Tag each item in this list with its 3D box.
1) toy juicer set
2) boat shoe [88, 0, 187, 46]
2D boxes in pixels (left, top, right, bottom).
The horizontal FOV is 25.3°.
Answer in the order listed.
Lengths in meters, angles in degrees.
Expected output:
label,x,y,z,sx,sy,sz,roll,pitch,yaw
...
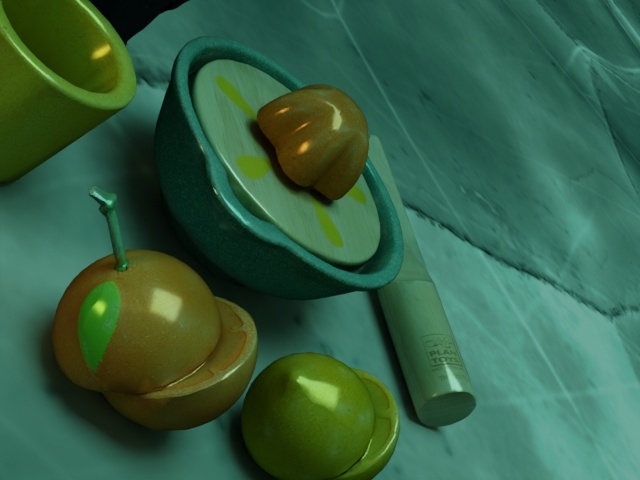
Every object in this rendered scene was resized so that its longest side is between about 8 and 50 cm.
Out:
label,x,y,z,sx,sy,sz,roll,pitch,yaw
toy juicer set,0.000,0.000,0.605,0.329,0.089,0.209,8,48,-56
boat shoe,-0.134,-0.158,0.507,0.340,0.158,0.127,21,38,-55
